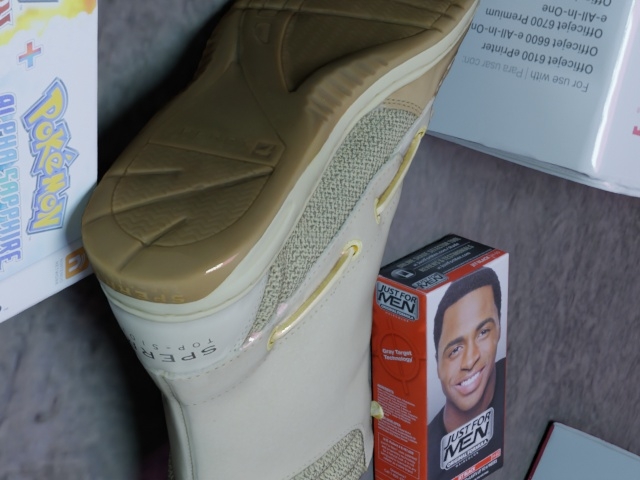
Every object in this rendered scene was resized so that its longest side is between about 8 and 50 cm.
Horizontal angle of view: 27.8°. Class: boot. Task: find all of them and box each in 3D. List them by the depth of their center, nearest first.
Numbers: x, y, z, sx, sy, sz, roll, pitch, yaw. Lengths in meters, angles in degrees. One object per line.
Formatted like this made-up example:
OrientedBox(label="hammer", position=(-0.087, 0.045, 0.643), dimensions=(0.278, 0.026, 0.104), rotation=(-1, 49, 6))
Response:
OrientedBox(label="boot", position=(0.000, 0.000, 0.588), dimensions=(0.203, 0.095, 0.262), rotation=(83, 29, -42))

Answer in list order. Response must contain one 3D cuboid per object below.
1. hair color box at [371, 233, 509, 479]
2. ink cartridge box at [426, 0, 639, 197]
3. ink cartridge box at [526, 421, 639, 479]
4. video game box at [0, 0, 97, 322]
OrientedBox(label="hair color box", position=(0.067, 0.076, 0.728), dimensions=(0.072, 0.043, 0.141), rotation=(-24, 122, -39))
OrientedBox(label="ink cartridge box", position=(0.188, -0.180, 0.690), dimensions=(0.223, 0.129, 0.307), rotation=(6, 101, -49))
OrientedBox(label="ink cartridge box", position=(0.224, 0.221, 0.894), dimensions=(0.176, 0.127, 0.128), rotation=(28, 84, -50))
OrientedBox(label="video game box", position=(-0.152, -0.037, 0.400), dimensions=(0.187, 0.048, 0.205), rotation=(-34, 144, -39))
